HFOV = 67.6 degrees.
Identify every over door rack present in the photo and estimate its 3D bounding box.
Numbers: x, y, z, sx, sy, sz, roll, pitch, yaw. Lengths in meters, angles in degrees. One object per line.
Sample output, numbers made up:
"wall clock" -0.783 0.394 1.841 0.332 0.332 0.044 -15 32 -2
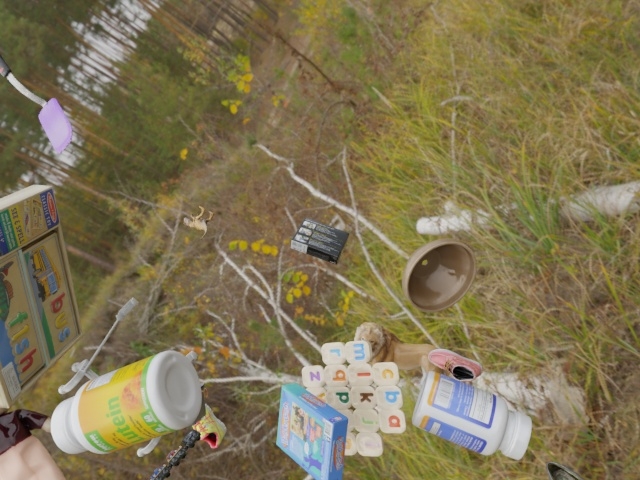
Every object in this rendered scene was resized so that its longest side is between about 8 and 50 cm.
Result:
"over door rack" -0.447 0.321 1.139 0.108 0.239 0.324 -37 17 16

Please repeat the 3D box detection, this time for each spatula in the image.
"spatula" -0.606 -0.317 0.965 0.084 0.297 0.030 -28 17 32

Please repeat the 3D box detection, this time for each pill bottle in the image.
"pill bottle" -0.353 0.301 0.862 0.245 0.136 0.136 -23 38 14
"pill bottle" 0.387 0.456 1.234 0.152 0.271 0.153 19 -90 -77

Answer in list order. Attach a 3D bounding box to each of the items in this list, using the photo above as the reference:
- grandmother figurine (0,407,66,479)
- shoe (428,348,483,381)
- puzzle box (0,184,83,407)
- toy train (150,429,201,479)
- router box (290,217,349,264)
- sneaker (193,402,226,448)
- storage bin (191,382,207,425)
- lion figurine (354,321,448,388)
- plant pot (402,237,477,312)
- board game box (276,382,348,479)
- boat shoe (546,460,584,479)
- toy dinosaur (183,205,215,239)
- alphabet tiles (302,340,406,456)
"grandmother figurine" -0.706 0.478 1.094 0.207 0.343 0.104 -25 -15 -46
"shoe" 0.419 0.396 1.521 0.177 0.081 0.064 12 98 32
"puzzle box" -0.648 0.112 1.038 0.272 0.052 0.410 -72 -15 -65
"toy train" -0.355 0.529 1.167 0.036 0.027 0.158 15 42 29
"router box" 0.000 0.000 1.710 0.046 0.178 0.133 102 -168 -46
"sneaker" -0.408 0.639 1.657 0.081 0.208 0.094 -36 20 17
"storage bin" -0.367 0.468 1.358 0.135 0.098 0.091 56 -159 -85
"lion figurine" 0.303 0.416 1.692 0.142 0.391 0.241 -110 27 -77
"plant pot" 0.338 0.088 1.435 0.237 0.237 0.110 -53 31 11
"board game box" -0.025 0.453 1.129 0.210 0.047 0.160 15 101 51
"boat shoe" 0.387 0.386 0.700 0.056 0.049 0.152 -46 19 -4
"toy dinosaur" -0.445 -0.062 1.799 0.211 0.064 0.112 19 81 52
"alphabet tiles" 0.081 0.405 1.235 0.277 0.021 0.285 -11 80 27
